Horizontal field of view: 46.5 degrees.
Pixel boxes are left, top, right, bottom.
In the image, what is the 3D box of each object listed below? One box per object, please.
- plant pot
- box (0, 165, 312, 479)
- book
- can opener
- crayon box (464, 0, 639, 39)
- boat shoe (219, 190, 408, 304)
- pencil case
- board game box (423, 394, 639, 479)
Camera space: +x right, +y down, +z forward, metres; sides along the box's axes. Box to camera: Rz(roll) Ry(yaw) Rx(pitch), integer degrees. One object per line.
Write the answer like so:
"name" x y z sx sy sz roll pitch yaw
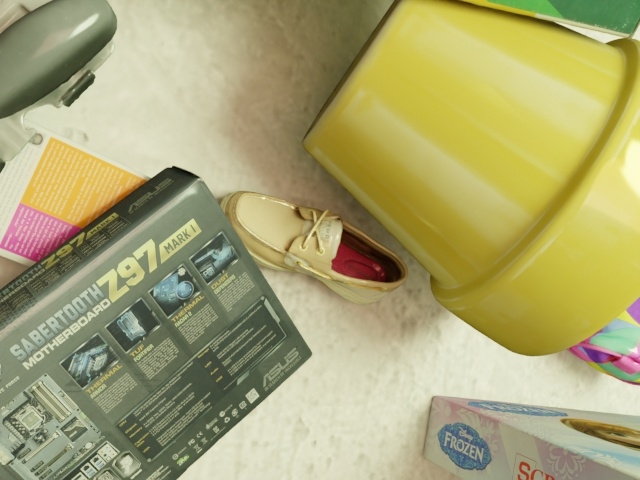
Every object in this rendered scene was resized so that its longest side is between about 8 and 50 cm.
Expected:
"plant pot" 0.128 -0.077 0.583 0.239 0.254 0.254 34 78 -6
"box" -0.139 0.087 0.533 0.233 0.059 0.183 -41 124 -18
"book" -0.190 -0.024 0.540 0.144 0.035 0.096 26 84 -23
"can opener" -0.243 -0.059 0.463 0.074 0.093 0.280 43 89 -5
"crayon box" 0.064 -0.252 0.524 0.319 0.202 0.081 8 133 -12
"boat shoe" 0.000 0.000 0.607 0.170 0.059 0.063 25 61 -28
"pencil case" 0.335 0.027 0.752 0.104 0.104 0.236 31 80 -23
"board game box" 0.306 0.207 0.626 0.319 0.318 0.065 11 87 -26
